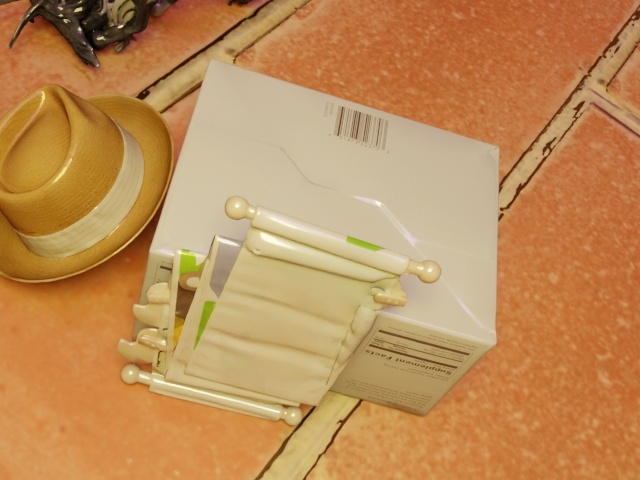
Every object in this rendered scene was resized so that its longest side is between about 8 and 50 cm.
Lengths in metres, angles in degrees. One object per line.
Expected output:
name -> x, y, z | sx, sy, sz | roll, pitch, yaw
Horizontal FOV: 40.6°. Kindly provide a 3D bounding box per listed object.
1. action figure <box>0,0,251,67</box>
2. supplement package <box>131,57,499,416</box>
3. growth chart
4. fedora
action figure -> -0.188, -0.274, 0.860 | 0.275, 0.141, 0.164 | -25, 69, -35
supplement package -> 0.000, 0.000, 0.728 | 0.261, 0.145, 0.204 | 16, 53, -8
growth chart -> -0.046, 0.062, 0.623 | 0.172, 0.237, 0.021 | 23, 43, -14
fedora -> -0.212, -0.062, 0.695 | 0.194, 0.079, 0.194 | -10, 54, 14
